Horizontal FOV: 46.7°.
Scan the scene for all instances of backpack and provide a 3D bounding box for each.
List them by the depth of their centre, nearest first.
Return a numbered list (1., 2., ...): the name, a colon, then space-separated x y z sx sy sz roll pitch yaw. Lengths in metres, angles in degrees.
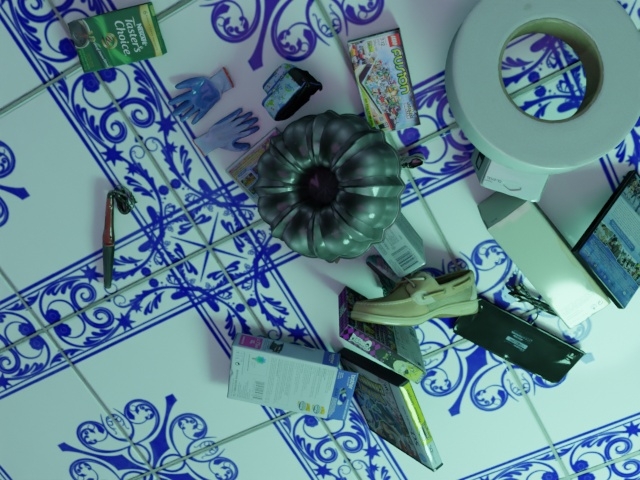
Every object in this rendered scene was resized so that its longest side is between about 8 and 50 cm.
1. backpack: -0.071 -0.313 1.564 0.084 0.105 0.114 47 111 9

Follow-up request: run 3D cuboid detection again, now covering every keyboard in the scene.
1. keyboard: 0.492 0.210 1.779 0.317 0.033 0.201 27 118 -8

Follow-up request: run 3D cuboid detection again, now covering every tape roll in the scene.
1. tape roll: 0.437 -0.324 1.444 0.392 0.072 0.391 0 85 -3

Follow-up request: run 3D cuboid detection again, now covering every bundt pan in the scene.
1. bundt pan: 0.003 -0.110 1.546 0.331 0.124 0.330 2 96 19

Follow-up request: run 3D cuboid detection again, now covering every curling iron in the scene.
1. curling iron: -0.489 -0.002 1.760 0.068 0.035 0.273 16 113 -2

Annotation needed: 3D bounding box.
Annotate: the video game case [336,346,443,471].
1. video game case: 0.160 0.397 1.769 0.035 0.275 0.248 -31 112 -22

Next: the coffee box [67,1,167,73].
1. coffee box: -0.430 -0.429 1.572 0.184 0.040 0.113 -9 112 8

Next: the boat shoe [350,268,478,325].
1. boat shoe: 0.209 0.122 1.651 0.341 0.122 0.110 -4 95 -36

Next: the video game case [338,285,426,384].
1. video game case: 0.136 0.211 1.695 0.210 0.232 0.041 33 105 -10

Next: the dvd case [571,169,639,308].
1. dvd case: 0.660 -0.004 1.600 0.180 0.022 0.253 47 71 -14

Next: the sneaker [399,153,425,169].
1. sneaker: 0.189 -0.171 1.637 0.083 0.037 0.031 -16 112 12

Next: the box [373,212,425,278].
1. box: 0.167 -0.004 1.654 0.072 0.137 0.126 -34 106 17

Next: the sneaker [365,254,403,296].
1. sneaker: 0.164 0.102 1.742 0.166 0.065 0.076 38 114 -10

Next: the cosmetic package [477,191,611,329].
1. cosmetic package: 0.488 0.027 1.633 0.113 0.160 0.309 -37 107 17

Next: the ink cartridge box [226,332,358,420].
1. ink cartridge box: -0.070 0.341 1.840 0.311 0.065 0.185 13 125 3

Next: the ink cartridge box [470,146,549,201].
1. ink cartridge box: 0.395 -0.156 1.552 0.128 0.175 0.072 17 113 -3

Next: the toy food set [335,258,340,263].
1. toy food set: 0.000 0.000 1.735 0.122 0.019 0.077 29 112 0

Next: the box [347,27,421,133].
1. box: 0.136 -0.334 1.573 0.114 0.036 0.206 -13 111 9

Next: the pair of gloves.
1. pair of gloves: -0.232 -0.274 1.634 0.159 0.023 0.198 -26 108 15

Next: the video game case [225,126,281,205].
1. video game case: -0.111 -0.154 1.677 0.157 0.019 0.143 -38 105 18
